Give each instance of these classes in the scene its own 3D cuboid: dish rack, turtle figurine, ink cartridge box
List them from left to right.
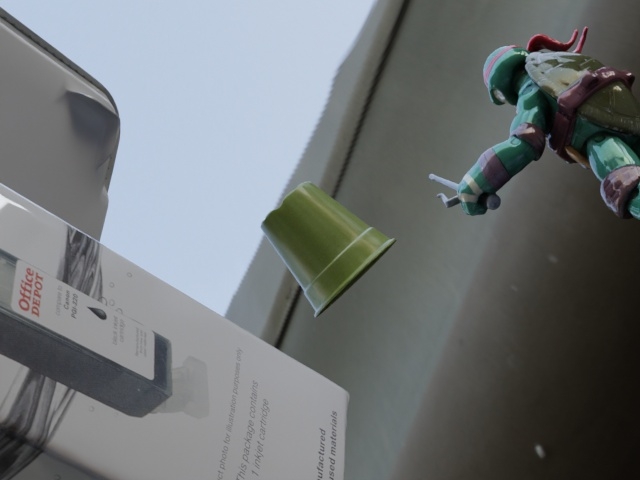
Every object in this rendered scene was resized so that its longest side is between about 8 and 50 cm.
[{"bbox_3d":[-0.260,-0.050,0.791,0.072,0.333,0.285,-1,-110,28],"label":"dish rack"},{"bbox_3d":[-0.121,0.070,0.394,0.218,0.092,0.158,35,-52,-24],"label":"ink cartridge box"},{"bbox_3d":[0.167,-0.062,0.743,0.175,0.234,0.118,-18,-45,-35],"label":"turtle figurine"}]

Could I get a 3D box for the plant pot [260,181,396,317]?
[{"bbox_3d":[0.000,0.000,0.828,0.083,0.083,0.079,-44,-94,6],"label":"plant pot"}]
